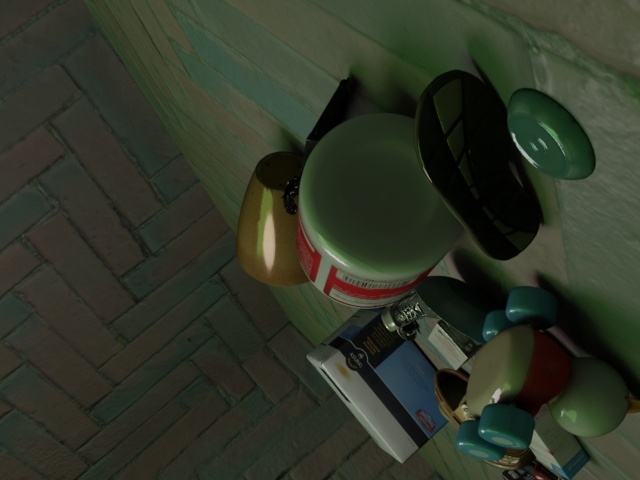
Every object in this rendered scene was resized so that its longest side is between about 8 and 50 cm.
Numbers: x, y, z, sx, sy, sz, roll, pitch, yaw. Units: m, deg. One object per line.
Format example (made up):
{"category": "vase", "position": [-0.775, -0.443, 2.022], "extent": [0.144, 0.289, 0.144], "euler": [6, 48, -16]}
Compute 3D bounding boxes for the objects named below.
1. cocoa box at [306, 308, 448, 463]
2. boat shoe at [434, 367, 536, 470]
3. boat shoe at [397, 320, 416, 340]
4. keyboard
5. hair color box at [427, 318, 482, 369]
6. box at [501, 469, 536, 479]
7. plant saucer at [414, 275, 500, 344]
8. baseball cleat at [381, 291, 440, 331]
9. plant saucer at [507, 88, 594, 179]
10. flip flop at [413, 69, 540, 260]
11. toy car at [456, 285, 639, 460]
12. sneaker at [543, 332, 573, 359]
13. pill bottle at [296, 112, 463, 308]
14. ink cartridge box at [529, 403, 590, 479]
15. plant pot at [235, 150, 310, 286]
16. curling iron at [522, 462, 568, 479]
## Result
{"category": "cocoa box", "position": [0.169, 0.376, 2.283], "extent": [0.347, 0.228, 0.231], "euler": [51, 170, -6]}
{"category": "boat shoe", "position": [0.350, 0.390, 1.889], "extent": [0.324, 0.122, 0.120], "euler": [32, 156, 57]}
{"category": "boat shoe", "position": [0.209, 0.205, 2.034], "extent": [0.038, 0.046, 0.125], "euler": [46, 161, 46]}
{"category": "keyboard", "position": [-0.009, -0.129, 1.385], "extent": [0.033, 0.202, 0.317], "euler": [29, 169, 3]}
{"category": "hair color box", "position": [0.275, 0.203, 1.730], "extent": [0.093, 0.053, 0.167], "euler": [49, 171, 13]}
{"category": "box", "position": [0.585, 0.691, 2.022], "extent": [0.307, 0.076, 0.242], "euler": [55, 173, -24]}
{"category": "plant saucer", "position": [0.245, 0.108, 1.413], "extent": [0.195, 0.037, 0.195], "euler": [29, -162, -10]}
{"category": "baseball cleat", "position": [0.190, 0.151, 1.746], "extent": [0.072, 0.109, 0.206], "euler": [55, 167, 0]}
{"category": "plant saucer", "position": [0.238, -0.106, 0.901], "extent": [0.119, 0.021, 0.119], "euler": [48, 170, 11]}
{"category": "flip flop", "position": [0.184, -0.086, 1.018], "extent": [0.277, 0.112, 0.080], "euler": [52, -175, -38]}
{"category": "toy car", "position": [0.346, 0.221, 1.222], "extent": [0.237, 0.219, 0.210], "euler": [19, 156, 0]}
{"category": "sneaker", "position": [0.379, 0.221, 1.339], "extent": [0.152, 0.058, 0.085], "euler": [49, 165, 28]}
{"category": "pill bottle", "position": [0.077, -0.021, 1.298], "extent": [0.229, 0.229, 0.408], "euler": [49, 169, 8]}
{"category": "ink cartridge box", "position": [0.425, 0.361, 1.627], "extent": [0.181, 0.061, 0.104], "euler": [53, 169, -19]}
{"category": "plant pot", "position": [-0.077, -0.067, 1.882], "extent": [0.237, 0.237, 0.254], "euler": [44, 152, 29]}
{"category": "curling iron", "position": [0.503, 0.532, 1.968], "extent": [0.068, 0.035, 0.274], "euler": [51, 169, -24]}
